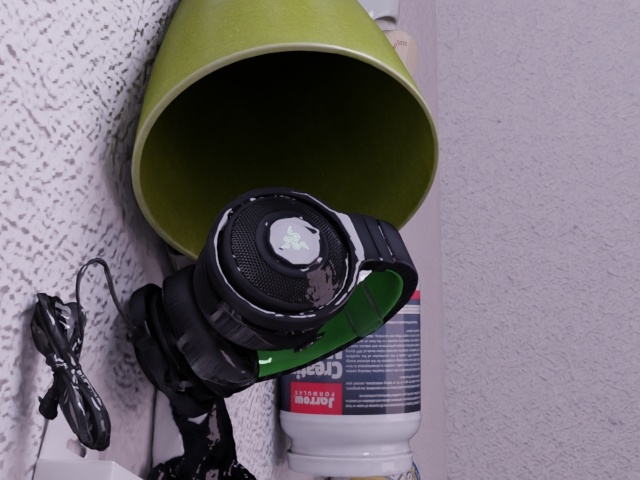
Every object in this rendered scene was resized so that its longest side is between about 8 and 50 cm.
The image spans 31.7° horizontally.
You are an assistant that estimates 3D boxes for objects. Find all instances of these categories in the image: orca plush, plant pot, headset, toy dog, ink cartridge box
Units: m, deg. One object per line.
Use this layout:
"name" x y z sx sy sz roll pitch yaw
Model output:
"orca plush" -0.104 0.269 1.105 0.151 0.102 0.287 43 48 -72
"plant pot" -0.049 -0.163 1.104 0.274 0.275 0.293 75 3 -46
"headset" -0.070 0.081 0.975 0.394 0.243 0.185 4 54 -46
"toy dog" 0.050 -0.390 1.674 0.161 0.220 0.333 3 78 -45
"ink cartridge box" -0.177 0.240 0.876 0.115 0.067 0.198 61 31 -63

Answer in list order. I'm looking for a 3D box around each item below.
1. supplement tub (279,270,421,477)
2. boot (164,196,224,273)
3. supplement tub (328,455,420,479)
"supplement tub" 0.040 0.171 1.523 0.191 0.191 0.272 18 72 -76
"boot" -0.103 0.034 1.219 0.189 0.076 0.208 -77 154 -52
"supplement tub" 0.075 0.415 1.758 0.199 0.144 0.144 -65 152 -61
